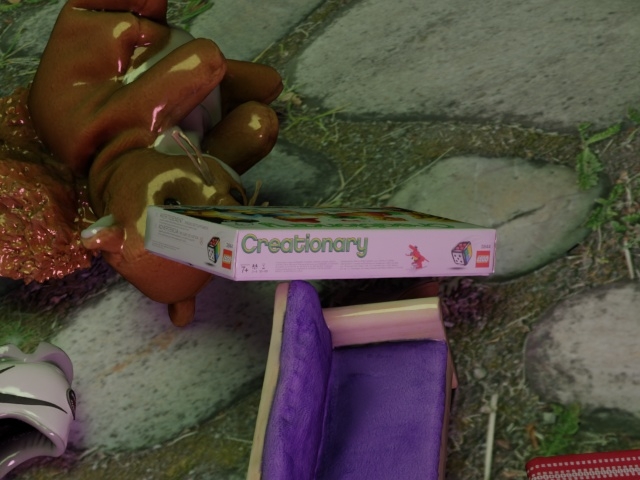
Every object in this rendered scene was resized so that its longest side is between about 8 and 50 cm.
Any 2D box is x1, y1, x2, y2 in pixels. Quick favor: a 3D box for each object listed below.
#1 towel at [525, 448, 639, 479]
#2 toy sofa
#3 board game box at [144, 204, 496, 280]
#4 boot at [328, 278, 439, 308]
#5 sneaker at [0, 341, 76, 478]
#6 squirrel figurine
[{"bbox_3d":[0.295,0.285,1.436,0.199,0.031,0.275,-3,40,-6],"label":"towel"},{"bbox_3d":[0.033,0.200,1.547,0.150,0.177,0.362,-6,41,14],"label":"toy sofa"},{"bbox_3d":[0.000,0.000,1.718,0.305,0.053,0.193,-1,8,-32],"label":"board game box"},{"bbox_3d":[0.057,0.068,1.791,0.118,0.042,0.087,-35,35,-29],"label":"boot"},{"bbox_3d":[-0.413,0.210,1.736,0.331,0.122,0.146,-18,39,0],"label":"sneaker"},{"bbox_3d":[-0.233,-0.064,1.922,0.397,0.281,0.370,-24,49,14],"label":"squirrel figurine"}]
